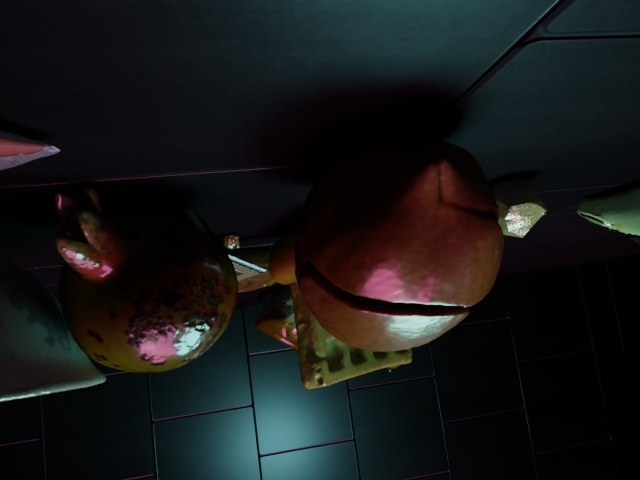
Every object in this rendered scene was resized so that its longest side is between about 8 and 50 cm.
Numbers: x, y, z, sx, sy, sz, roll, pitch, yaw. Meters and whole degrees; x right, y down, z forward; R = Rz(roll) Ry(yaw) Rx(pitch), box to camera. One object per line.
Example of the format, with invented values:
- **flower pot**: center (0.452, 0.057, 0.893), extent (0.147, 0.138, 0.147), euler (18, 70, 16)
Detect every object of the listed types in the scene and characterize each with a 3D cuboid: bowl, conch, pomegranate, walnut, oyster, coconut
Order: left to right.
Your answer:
- **bowl**: center (-0.467, 0.089, 0.630), extent (0.434, 0.196, 0.435), euler (-8, 171, -1)
- **pomegranate**: center (-0.201, 0.030, 0.650), extent (0.198, 0.246, 0.198), euler (-17, -153, 9)
- **oyster**: center (-0.156, 0.011, 0.953), extent (0.051, 0.034, 0.093), euler (-14, 168, -9)
- **walnut**: center (0.065, 0.003, 0.576), extent (0.202, 0.203, 0.298), euler (-7, 155, -8)
- **coconut**: center (0.269, -0.046, 0.816), extent (0.083, 0.081, 0.082), euler (15, 124, -33)
- **conch**: center (0.575, -0.032, 0.960), extent (0.143, 0.137, 0.250), euler (-5, 171, -24)

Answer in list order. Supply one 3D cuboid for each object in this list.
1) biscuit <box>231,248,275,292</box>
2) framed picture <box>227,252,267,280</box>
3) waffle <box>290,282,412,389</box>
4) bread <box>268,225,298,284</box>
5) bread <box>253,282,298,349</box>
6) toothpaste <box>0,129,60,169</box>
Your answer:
- **biscuit**: center (-0.261, 0.083, 1.199), extent (0.393, 0.070, 0.350), euler (-11, 171, 21)
- **framed picture**: center (-0.222, 0.047, 0.977), extent (0.199, 0.010, 0.195), euler (-18, 148, 38)
- **waffle**: center (0.083, 0.184, 1.408), extent (0.348, 0.305, 0.077), euler (-3, 170, -41)
- **bread**: center (-0.020, 0.010, 0.906), extent (0.092, 0.074, 0.239), euler (-43, -175, -23)
- **bread**: center (-0.036, 0.197, 1.627), extent (0.278, 0.225, 0.250), euler (16, 168, -23)
- **toothpaste**: center (-0.265, -0.062, 0.336), extent (0.089, 0.057, 0.234), euler (-11, 179, 14)
